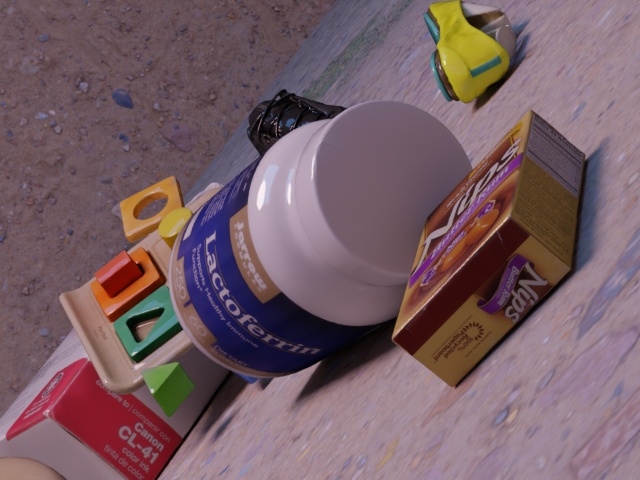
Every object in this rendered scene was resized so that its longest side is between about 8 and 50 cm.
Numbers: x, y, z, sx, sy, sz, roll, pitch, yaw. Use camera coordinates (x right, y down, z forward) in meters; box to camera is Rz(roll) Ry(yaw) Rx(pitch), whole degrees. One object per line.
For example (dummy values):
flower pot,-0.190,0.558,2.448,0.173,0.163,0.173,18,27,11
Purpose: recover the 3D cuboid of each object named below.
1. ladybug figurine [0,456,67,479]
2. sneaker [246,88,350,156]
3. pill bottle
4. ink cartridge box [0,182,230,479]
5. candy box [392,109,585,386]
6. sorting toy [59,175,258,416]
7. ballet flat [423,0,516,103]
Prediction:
ladybug figurine,-0.290,0.322,1.331,0.449,0.162,0.305,-33,29,30
sneaker,-0.012,-0.098,2.029,0.109,0.130,0.286,-50,9,-15
pill bottle,0.000,0.000,1.425,0.153,0.153,0.265,-54,9,-28
ink cartridge box,-0.176,0.116,1.938,0.306,0.131,0.226,-53,10,-29
candy box,0.106,0.001,1.210,0.109,0.053,0.186,-48,7,23
sorting toy,-0.139,0.033,1.788,0.196,0.047,0.347,-34,35,-3
ballet flat,0.142,-0.182,1.823,0.077,0.077,0.231,-27,16,10
